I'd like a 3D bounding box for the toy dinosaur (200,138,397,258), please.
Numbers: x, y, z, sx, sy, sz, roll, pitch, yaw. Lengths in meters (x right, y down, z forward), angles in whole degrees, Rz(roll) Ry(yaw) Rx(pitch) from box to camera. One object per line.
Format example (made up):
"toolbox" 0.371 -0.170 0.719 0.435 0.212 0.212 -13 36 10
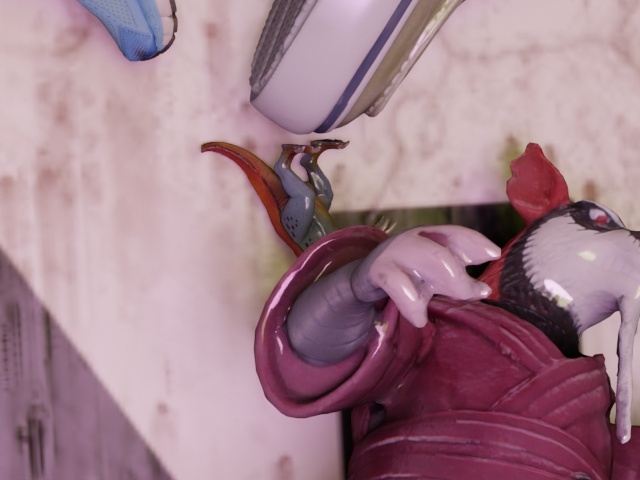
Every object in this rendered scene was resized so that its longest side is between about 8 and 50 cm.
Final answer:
"toy dinosaur" 0.000 0.000 0.730 0.090 0.047 0.082 3 99 21

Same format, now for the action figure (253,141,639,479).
"action figure" 0.060 0.126 0.637 0.248 0.276 0.370 31 46 -14

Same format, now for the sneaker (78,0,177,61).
"sneaker" -0.114 -0.128 0.675 0.073 0.063 0.162 -32 123 9

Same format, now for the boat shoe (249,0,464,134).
"boat shoe" 0.079 -0.161 0.705 0.094 0.109 0.302 34 80 -12
